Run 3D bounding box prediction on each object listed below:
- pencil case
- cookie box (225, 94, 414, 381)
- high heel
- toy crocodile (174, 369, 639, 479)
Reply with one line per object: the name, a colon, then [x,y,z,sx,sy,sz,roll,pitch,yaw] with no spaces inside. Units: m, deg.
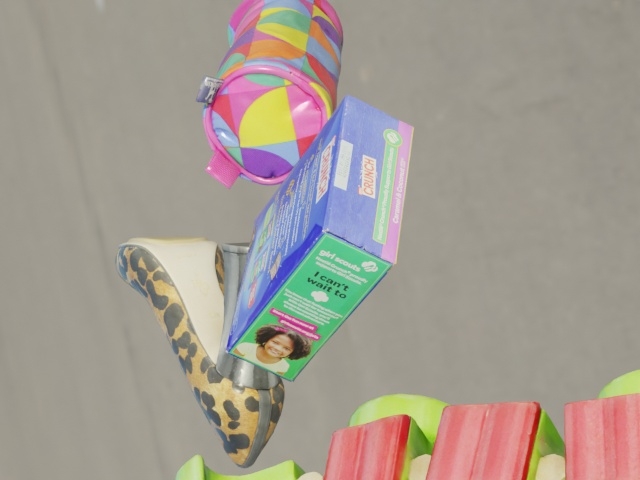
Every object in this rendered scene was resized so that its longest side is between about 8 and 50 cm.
pencil case: [-0.036,-0.123,1.538,0.236,0.104,0.104,-76,-17,-67]
cookie box: [0.000,0.000,0.954,0.107,0.040,0.092,-52,20,45]
high heel: [-0.116,0.091,1.716,0.261,0.093,0.186,5,96,59]
toy crocodile: [0.094,0.116,0.924,0.105,0.341,0.115,58,-148,-43]
